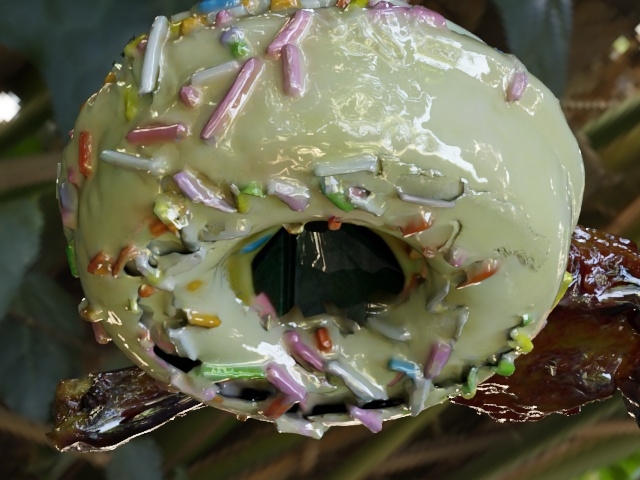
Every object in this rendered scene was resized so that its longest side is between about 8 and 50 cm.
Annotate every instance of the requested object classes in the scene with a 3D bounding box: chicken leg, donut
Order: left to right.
[{"bbox_3d":[0.000,0.000,0.530,0.174,0.175,0.068,36,36,-35],"label":"donut"},{"bbox_3d":[0.052,0.049,0.915,0.407,0.158,0.096,-6,43,-13],"label":"chicken leg"}]
